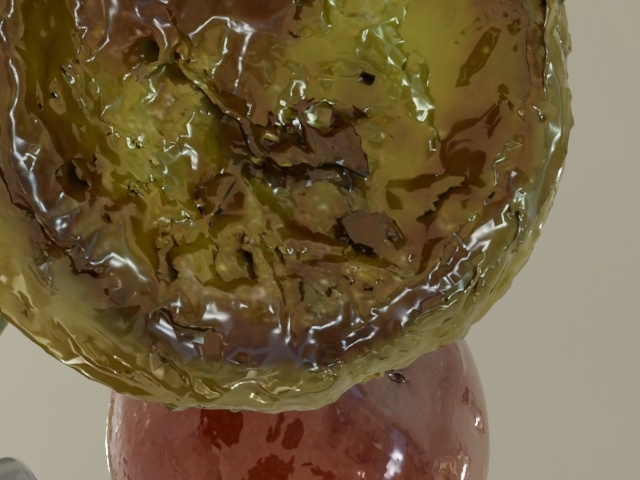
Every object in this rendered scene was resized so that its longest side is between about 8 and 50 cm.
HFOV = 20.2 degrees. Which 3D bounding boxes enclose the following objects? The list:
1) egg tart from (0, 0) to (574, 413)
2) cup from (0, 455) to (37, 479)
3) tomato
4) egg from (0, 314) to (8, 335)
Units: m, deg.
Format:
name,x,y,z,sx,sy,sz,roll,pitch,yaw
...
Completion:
name,x,y,z,sx,sy,sz,roll,pitch,yaw
egg tart,-0.034,-0.074,0.721,0.290,0.115,0.290,2,-94,-28
cup,-0.289,0.269,0.899,0.372,0.253,0.253,-20,-121,-17
tomato,-0.001,0.155,1.485,0.341,0.272,0.341,18,-137,-18
egg,-0.294,0.033,1.262,0.201,0.164,0.164,-42,-114,-13
